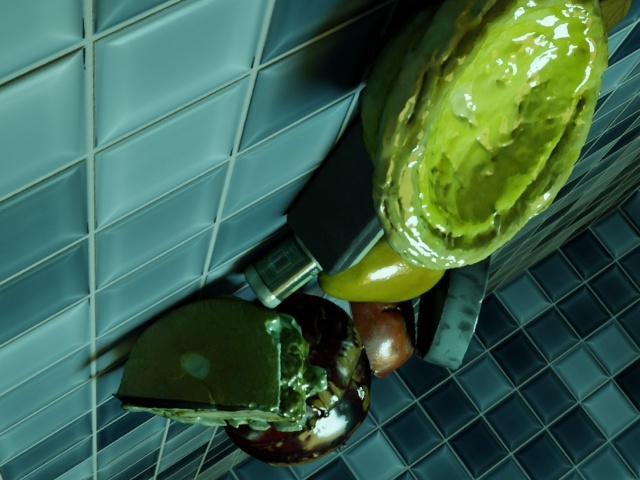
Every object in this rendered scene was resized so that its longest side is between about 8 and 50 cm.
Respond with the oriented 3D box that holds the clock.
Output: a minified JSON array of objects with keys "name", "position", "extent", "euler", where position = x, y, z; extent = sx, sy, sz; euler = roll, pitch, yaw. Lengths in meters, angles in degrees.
[{"name":"clock","position":[0.235,0.062,1.871],"extent":[0.325,0.067,0.325],"euler":[-169,-90,-88]}]

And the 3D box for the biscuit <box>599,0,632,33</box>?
[{"name":"biscuit","position":[0.344,-0.275,1.477],"extent":[0.215,0.034,0.182],"euler":[-37,167,3]}]

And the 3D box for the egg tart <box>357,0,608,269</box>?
[{"name":"egg tart","position":[0.159,-0.142,1.106],"extent":[0.345,0.132,0.345],"euler":[-24,133,-29]}]

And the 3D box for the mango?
[{"name":"mango","position":[0.110,0.024,1.695],"extent":[0.254,0.139,0.175],"euler":[-5,140,-54]}]

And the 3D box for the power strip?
[{"name":"power strip","position":[0.055,-0.066,1.307],"extent":[0.070,0.105,0.256],"euler":[-27,164,-39]}]

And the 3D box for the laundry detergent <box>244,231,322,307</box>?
[{"name":"laundry detergent","position":[0.000,0.000,1.467],"extent":[0.226,0.070,0.099],"euler":[-38,-177,3]}]

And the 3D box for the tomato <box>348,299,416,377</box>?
[{"name":"tomato","position":[0.119,0.135,1.905],"extent":[0.085,0.225,0.225],"euler":[-14,171,13]}]

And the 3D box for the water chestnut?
[{"name":"water chestnut","position":[-0.061,0.211,1.745],"extent":[0.300,0.300,0.300],"euler":[-34,167,-9]}]

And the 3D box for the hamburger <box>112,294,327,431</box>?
[{"name":"hamburger","position":[-0.131,0.168,1.482],"extent":[0.288,0.192,0.167],"euler":[6,154,-3]}]
